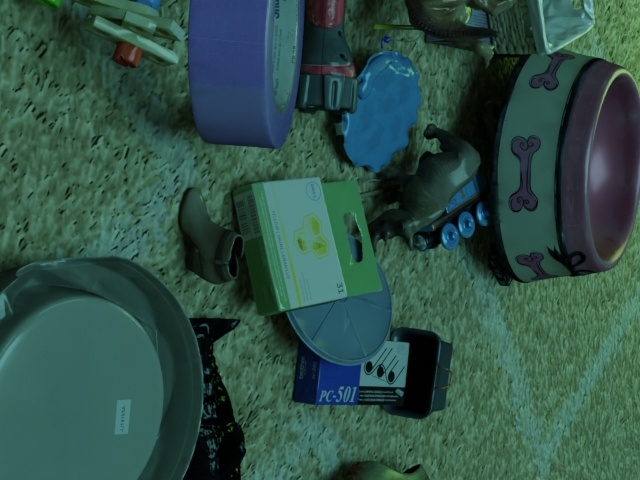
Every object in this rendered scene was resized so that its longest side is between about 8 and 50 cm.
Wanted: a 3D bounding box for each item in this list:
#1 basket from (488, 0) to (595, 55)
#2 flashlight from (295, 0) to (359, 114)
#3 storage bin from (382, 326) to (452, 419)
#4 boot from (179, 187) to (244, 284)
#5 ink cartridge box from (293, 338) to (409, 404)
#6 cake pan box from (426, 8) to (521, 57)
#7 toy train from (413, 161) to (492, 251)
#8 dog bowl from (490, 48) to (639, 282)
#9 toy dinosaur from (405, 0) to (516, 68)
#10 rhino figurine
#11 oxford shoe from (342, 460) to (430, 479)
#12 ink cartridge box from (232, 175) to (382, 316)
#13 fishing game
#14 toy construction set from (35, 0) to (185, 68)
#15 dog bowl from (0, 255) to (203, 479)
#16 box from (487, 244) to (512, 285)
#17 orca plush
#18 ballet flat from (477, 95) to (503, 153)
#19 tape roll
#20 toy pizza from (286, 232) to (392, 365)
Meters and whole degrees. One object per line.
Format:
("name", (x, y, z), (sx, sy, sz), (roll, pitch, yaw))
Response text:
("basket", (0.348, -0.367, 1.867), (0.167, 0.103, 0.113), (-34, 118, -43))
("flashlight", (0.007, -0.323, 1.577), (0.103, 0.103, 0.304), (0, 95, -47))
("storage bin", (0.164, 0.207, 1.823), (0.091, 0.098, 0.135), (14, 83, -60))
("boot", (-0.131, -0.005, 1.454), (0.042, 0.087, 0.118), (-8, 100, -48))
("ink cartridge box", (0.048, 0.190, 1.714), (0.207, 0.046, 0.097), (10, 84, -49))
("cake pan box", (0.267, -0.427, 1.897), (0.267, 0.070, 0.246), (-4, 95, -49))
("toy train", (0.199, -0.052, 1.849), (0.184, 0.080, 0.105), (-31, 107, -41))
("dog bowl", (0.426, -0.123, 1.969), (0.408, 0.150, 0.408), (-17, 110, -58))
("toy dinosaur", (0.157, -0.353, 1.656), (0.200, 0.127, 0.296), (13, 42, -22))
("rhino figurine", (0.146, -0.069, 1.737), (0.243, 0.106, 0.073), (-50, 142, -26))
("oxford shoe", (0.042, 0.388, 1.703), (0.348, 0.123, 0.130), (9, 60, -48))
("ink cartridge box", (0.000, 0.000, 1.588), (0.235, 0.056, 0.171), (-9, 84, -41))
("fishing game", (0.082, -0.188, 1.711), (0.189, 0.041, 0.264), (-18, 121, -49))
("toy construction set", (-0.222, -0.348, 1.283), (0.215, 0.151, 0.328), (27, 62, -48))
("dog bowl", (-0.286, 0.181, 1.280), (0.349, 0.102, 0.349), (-8, 100, -49))
("box", (0.325, 0.027, 2.043), (0.083, 0.018, 0.067), (-57, 132, -29))
("orca plush", (-0.118, 0.242, 1.481), (0.151, 0.102, 0.287), (11, 85, -49))
("ballet flat", (0.328, -0.134, 2.001), (0.084, 0.058, 0.250), (-42, 124, -38))
("tape roll", (-0.082, -0.248, 1.384), (0.275, 0.090, 0.275), (6, 90, -84))
("toy pizza", (0.019, 0.078, 1.641), (0.201, 0.032, 0.201), (17, 62, -35))
